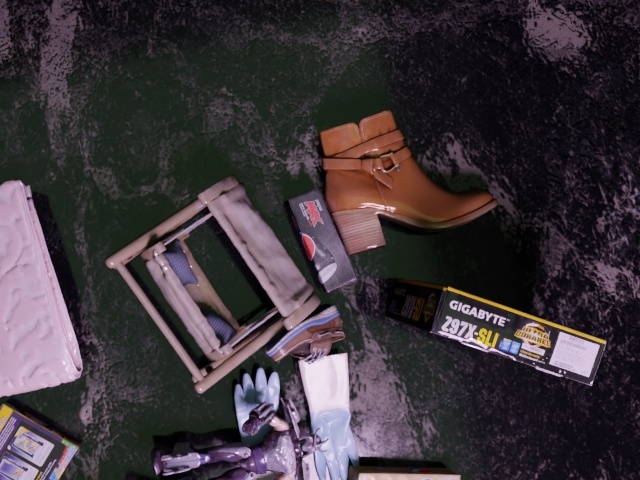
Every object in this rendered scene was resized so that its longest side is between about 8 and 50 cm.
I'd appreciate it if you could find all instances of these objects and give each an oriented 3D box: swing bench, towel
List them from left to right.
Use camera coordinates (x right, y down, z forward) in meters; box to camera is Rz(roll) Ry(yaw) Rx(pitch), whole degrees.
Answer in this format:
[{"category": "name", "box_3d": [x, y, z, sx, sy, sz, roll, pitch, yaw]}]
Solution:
[{"category": "towel", "box_3d": [-0.553, 0.095, 1.559, 0.331, 0.053, 0.317, -14, 91, 14]}, {"category": "swing bench", "box_3d": [-0.163, 0.062, 1.614, 0.254, 0.165, 0.253, -36, 94, -8]}]

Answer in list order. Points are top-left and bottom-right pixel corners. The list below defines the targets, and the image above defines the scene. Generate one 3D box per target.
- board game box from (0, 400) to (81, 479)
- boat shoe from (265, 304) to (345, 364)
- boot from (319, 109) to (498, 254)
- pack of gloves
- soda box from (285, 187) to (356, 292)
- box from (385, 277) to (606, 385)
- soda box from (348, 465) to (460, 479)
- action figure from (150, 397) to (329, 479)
[{"category": "board game box", "box_3d": [-0.488, 0.365, 1.617, 0.141, 0.048, 0.170, 32, 85, -5]}, {"category": "boat shoe", "box_3d": [-0.014, 0.161, 1.637, 0.183, 0.066, 0.066, -27, 83, -50]}, {"category": "boot", "box_3d": [0.143, -0.112, 1.706, 0.283, 0.109, 0.220, -14, 86, -2]}, {"category": "pack of gloves", "box_3d": [-0.041, 0.309, 1.697, 0.195, 0.046, 0.232, -9, 99, -10]}, {"category": "soda box", "box_3d": [0.000, 0.000, 1.696, 0.060, 0.053, 0.169, -24, 92, -8]}, {"category": "box", "box_3d": [0.260, 0.136, 1.597, 0.257, 0.322, 0.079, 17, 88, -7]}, {"category": "soda box", "box_3d": [0.138, 0.413, 1.695, 0.181, 0.058, 0.061, 5, 89, -16]}, {"category": "action figure", "box_3d": [-0.120, 0.357, 1.618, 0.285, 0.099, 0.185, -13, 93, -12]}]
